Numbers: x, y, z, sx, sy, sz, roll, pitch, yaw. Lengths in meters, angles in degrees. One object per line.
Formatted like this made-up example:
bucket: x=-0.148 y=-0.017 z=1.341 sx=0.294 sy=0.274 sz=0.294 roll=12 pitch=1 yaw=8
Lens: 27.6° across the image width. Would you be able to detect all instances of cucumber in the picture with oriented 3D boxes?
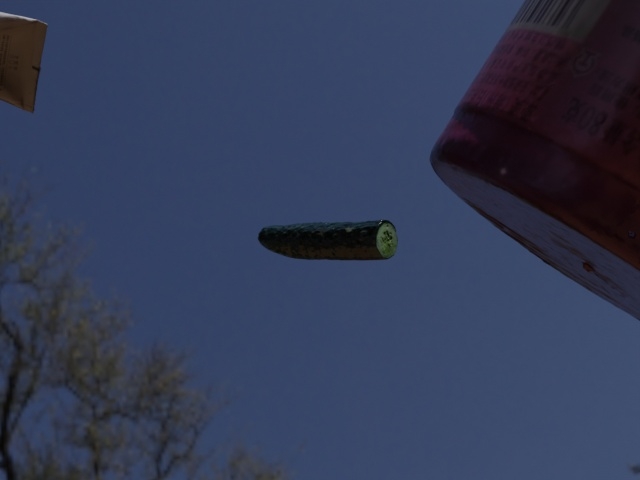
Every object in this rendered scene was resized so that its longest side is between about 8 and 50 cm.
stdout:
cucumber: x=0.000 y=0.000 z=1.053 sx=0.133 sy=0.032 sz=0.032 roll=0 pitch=-26 yaw=38

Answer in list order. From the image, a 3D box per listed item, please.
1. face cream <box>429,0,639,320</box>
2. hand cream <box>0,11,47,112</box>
face cream: x=0.169 y=-0.068 z=0.576 sx=0.175 sy=0.175 sz=0.195 roll=34 pitch=-90 yaw=-44
hand cream: x=-0.279 y=-0.150 z=0.983 sx=0.142 sy=0.053 sz=0.084 roll=15 pitch=-49 yaw=-6
